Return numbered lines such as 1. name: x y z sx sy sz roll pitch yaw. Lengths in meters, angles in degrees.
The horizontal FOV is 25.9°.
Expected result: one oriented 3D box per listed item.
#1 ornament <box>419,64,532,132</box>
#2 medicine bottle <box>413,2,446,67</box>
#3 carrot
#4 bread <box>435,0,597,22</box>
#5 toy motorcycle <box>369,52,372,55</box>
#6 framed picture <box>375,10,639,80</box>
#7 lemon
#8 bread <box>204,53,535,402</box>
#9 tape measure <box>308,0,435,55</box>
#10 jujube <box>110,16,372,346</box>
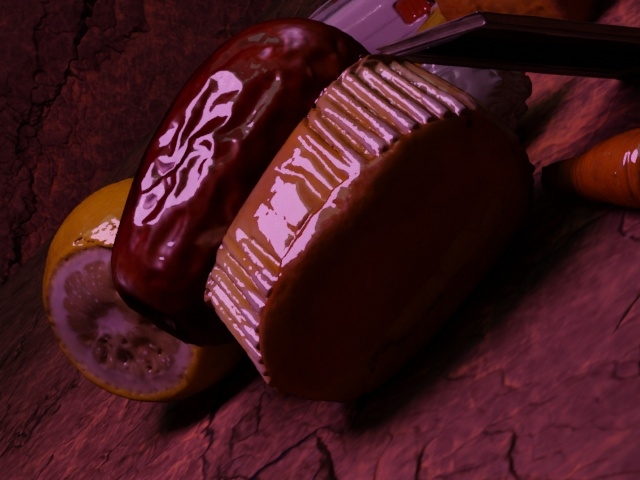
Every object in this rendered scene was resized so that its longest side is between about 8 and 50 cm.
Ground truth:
1. ornament: 0.095 -0.110 1.431 0.285 0.120 0.130 -25 30 56
2. medicine bottle: 0.116 -0.211 1.740 0.218 0.074 0.074 -50 16 -16
3. carrot: 0.217 -0.055 1.083 0.061 0.061 0.257 -47 13 -9
4. bread: 0.179 -0.383 1.515 0.194 0.179 0.340 -20 62 33
5. toy motorcycle: -0.026 -0.121 1.797 0.196 0.125 0.331 -22 30 51
6. framed picture: 0.197 -0.157 1.153 0.197 0.252 0.014 177 94 -69
7. lemon: -0.163 0.042 1.492 0.240 0.240 0.219 -35 7 33
8. bread: 0.045 0.002 1.151 0.288 0.204 0.156 -49 46 2
9. tape measure: 0.080 -0.312 2.005 0.258 0.130 0.265 -34 13 27
10. jujube: -0.062 -0.056 1.298 0.318 0.223 0.223 -58 18 -15
